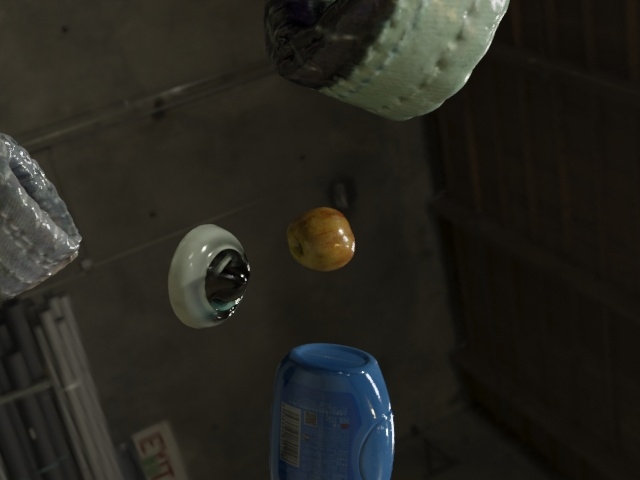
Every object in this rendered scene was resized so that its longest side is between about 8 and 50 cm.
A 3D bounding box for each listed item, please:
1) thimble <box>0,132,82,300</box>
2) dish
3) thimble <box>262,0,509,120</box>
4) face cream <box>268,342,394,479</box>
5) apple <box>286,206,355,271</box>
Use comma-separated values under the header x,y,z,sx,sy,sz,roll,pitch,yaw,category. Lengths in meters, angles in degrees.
x,y,z,sx,sy,sz,roll,pitch,yaw,category
-0.491,-0.034,1.628,0.236,0.172,0.205,53,5,-4,thimble
-0.126,0.052,1.406,0.078,0.141,0.141,8,-57,34,dish
0.052,-0.225,0.950,0.237,0.150,0.237,-42,-144,41,thimble
0.010,0.255,1.224,0.149,0.083,0.264,10,-73,22,face cream
0.000,0.000,1.288,0.084,0.071,0.084,53,-24,36,apple
